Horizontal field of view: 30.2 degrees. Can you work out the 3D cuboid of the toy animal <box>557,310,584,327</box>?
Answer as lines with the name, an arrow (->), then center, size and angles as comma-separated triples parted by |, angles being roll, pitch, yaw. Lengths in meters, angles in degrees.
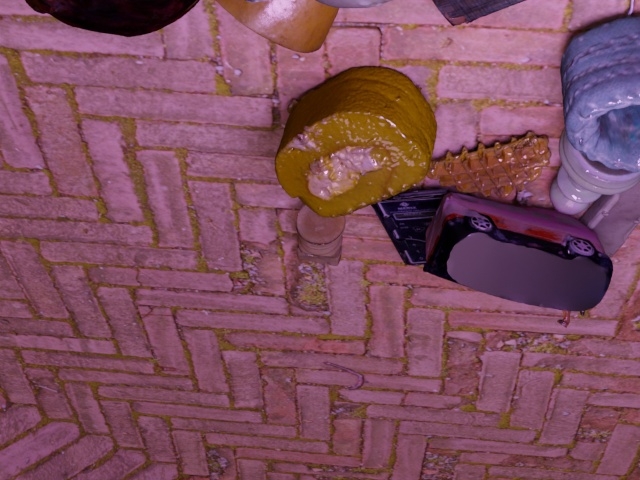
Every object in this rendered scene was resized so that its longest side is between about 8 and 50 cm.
toy animal -> 0.415, 0.065, 2.172 | 0.255, 0.116, 0.114 | 36, -177, -42

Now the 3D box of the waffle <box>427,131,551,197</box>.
waffle -> 0.277, -0.128, 1.918 | 0.160, 0.046, 0.192 | 19, 147, -19

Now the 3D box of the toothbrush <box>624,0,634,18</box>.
toothbrush -> 0.419, -0.319, 1.603 | 0.013, 0.011, 0.131 | 7, 151, 15

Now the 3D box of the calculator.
calculator -> 0.200, -0.019, 2.113 | 0.165, 0.028, 0.274 | -2, 153, 18

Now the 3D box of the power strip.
power strip -> 0.502, -0.056, 1.977 | 0.080, 0.048, 0.286 | 11, 149, -8

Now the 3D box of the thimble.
thimble -> 0.451, -0.199, 1.653 | 0.235, 0.143, 0.198 | 9, 150, -14

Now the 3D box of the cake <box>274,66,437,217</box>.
cake -> 0.045, -0.153, 1.836 | 0.260, 0.156, 0.179 | -23, 121, 33

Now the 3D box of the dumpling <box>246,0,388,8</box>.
dumpling -> 0.071, -0.382, 1.341 | 0.211, 0.270, 0.321 | 14, 106, -26

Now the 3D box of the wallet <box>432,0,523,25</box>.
wallet -> 0.270, -0.378, 1.512 | 0.317, 0.044, 0.169 | -15, 141, 32

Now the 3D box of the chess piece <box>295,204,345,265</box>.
chess piece -> 0.000, 0.000, 2.179 | 0.090, 0.090, 0.200 | 7, 160, 3

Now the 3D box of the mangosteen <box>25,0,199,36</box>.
mangosteen -> -0.230, -0.413, 1.404 | 0.306, 0.359, 0.306 | 37, 159, 16

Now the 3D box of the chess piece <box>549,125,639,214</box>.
chess piece -> 0.419, -0.102, 1.874 | 0.139, 0.139, 0.272 | 10, 161, -1

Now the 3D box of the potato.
potato -> -0.036, -0.355, 1.537 | 0.203, 0.178, 0.158 | 36, 118, -19

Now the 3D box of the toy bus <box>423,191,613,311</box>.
toy bus -> 0.325, 0.017, 1.964 | 0.302, 0.147, 0.128 | 11, 124, -10
